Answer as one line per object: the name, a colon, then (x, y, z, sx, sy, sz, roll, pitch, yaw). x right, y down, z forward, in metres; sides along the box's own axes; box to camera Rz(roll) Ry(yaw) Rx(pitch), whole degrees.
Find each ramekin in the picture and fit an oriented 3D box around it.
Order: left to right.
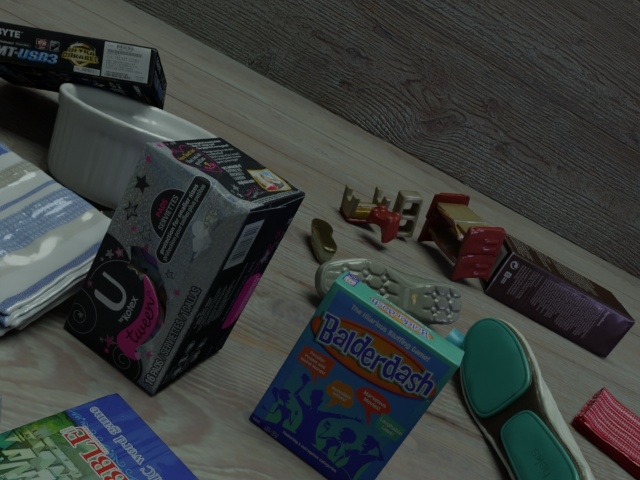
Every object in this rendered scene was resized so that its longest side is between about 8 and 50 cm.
ramekin: (-0.298, -0.138, 1.059, 0.277, 0.135, 0.277, 22, 12, -5)

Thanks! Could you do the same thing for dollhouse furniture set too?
dollhouse furniture set: (0.246, -0.018, 1.649, 0.375, 0.152, 0.201, 3, 30, -21)

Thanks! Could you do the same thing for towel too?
towel: (-0.382, -0.026, 0.767, 0.285, 0.034, 0.209, 34, 40, 12)
towel: (0.614, 0.390, 1.300, 0.199, 0.031, 0.275, 41, 22, 24)

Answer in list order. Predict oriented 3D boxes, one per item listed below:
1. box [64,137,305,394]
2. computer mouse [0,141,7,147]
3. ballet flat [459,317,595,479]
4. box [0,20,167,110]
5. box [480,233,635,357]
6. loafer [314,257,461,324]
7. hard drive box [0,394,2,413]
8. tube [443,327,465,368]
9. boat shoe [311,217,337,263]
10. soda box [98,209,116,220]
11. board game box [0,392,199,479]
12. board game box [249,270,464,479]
box: (-0.157, 0.020, 0.758, 0.142, 0.247, 0.163, 33, 19, 12)
computer mouse: (-0.539, -0.143, 0.919, 0.193, 0.042, 0.106, 23, 16, -5)
ballet flat: (0.324, 0.286, 1.027, 0.139, 0.139, 0.400, 24, 25, -19)
box: (-0.432, -0.304, 1.163, 0.294, 0.073, 0.295, 10, 1, -10)
box: (0.621, 0.140, 1.763, 0.382, 0.143, 0.191, 27, 19, -5)
loafer: (0.117, 0.100, 1.204, 0.320, 0.111, 0.112, 17, -12, -31)
hard drive box: (-0.331, 0.107, 0.390, 0.232, 0.089, 0.181, 16, 11, 42)
tube: (0.303, 0.247, 1.183, 0.207, 0.052, 0.080, 42, 31, 13)
boat shoe: (0.000, 0.000, 1.338, 0.050, 0.045, 0.135, 17, 26, -15)
soda box: (-0.306, -0.003, 0.889, 0.060, 0.053, 0.169, 38, 20, 19)
board game box: (-0.164, 0.264, 0.422, 0.319, 0.065, 0.318, 38, 21, 21)
board game box: (0.036, 0.165, 0.740, 0.160, 0.210, 0.047, 34, 19, 10)
